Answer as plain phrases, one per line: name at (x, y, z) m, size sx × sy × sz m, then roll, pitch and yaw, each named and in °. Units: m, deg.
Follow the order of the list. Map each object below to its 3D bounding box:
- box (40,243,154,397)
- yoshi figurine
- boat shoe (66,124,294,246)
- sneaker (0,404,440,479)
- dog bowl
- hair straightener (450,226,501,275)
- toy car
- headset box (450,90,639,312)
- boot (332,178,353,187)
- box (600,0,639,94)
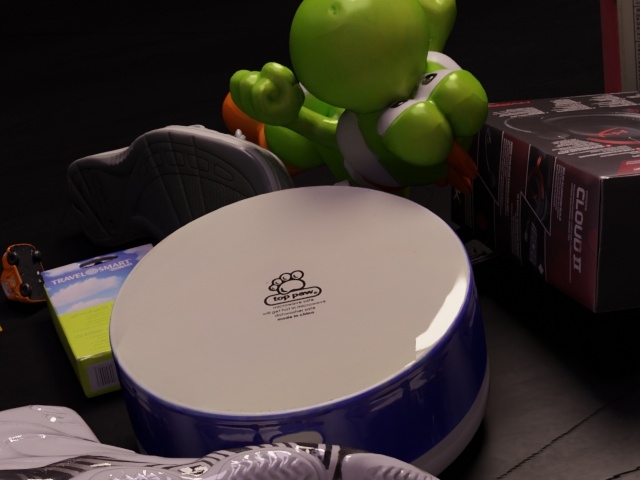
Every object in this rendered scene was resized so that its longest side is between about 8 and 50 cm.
box at (-0.168, 0.064, 1.314) m, size 0.109 × 0.042 × 0.178 m, roll -15°, pitch 26°, yaw -14°
yoshi figurine at (0.025, -0.142, 1.309) m, size 0.203 × 0.203 × 0.362 m, roll 16°, pitch -1°, yaw -17°
boat shoe at (-0.119, -0.050, 1.418) m, size 0.103 × 0.118 × 0.320 m, roll -21°, pitch 9°, yaw -34°
sneaker at (-0.096, 0.171, 0.945) m, size 0.366 × 0.137 × 0.210 m, roll 1°, pitch 7°, yaw -19°
dog bowl at (-0.014, 0.075, 1.119) m, size 0.265 × 0.104 × 0.265 m, roll -8°, pitch 36°, yaw 5°
hair straightener at (0.086, 0.040, 1.298) m, size 0.230 × 0.047 × 0.089 m, roll -22°, pitch 28°, yaw -36°
toy car at (-0.286, 0.048, 1.376) m, size 0.040 × 0.060 × 0.122 m, roll -31°, pitch 4°, yaw 33°
headset box at (0.260, -0.037, 1.246) m, size 0.218 × 0.110 × 0.293 m, roll -6°, pitch 18°, yaw -19°
boot at (0.000, 0.000, 1.310) m, size 0.086 × 0.069 × 0.190 m, roll -23°, pitch -7°, yaw 0°
box at (0.345, -0.194, 1.472) m, size 0.149 × 0.232 × 0.127 m, roll -6°, pitch 26°, yaw 4°
